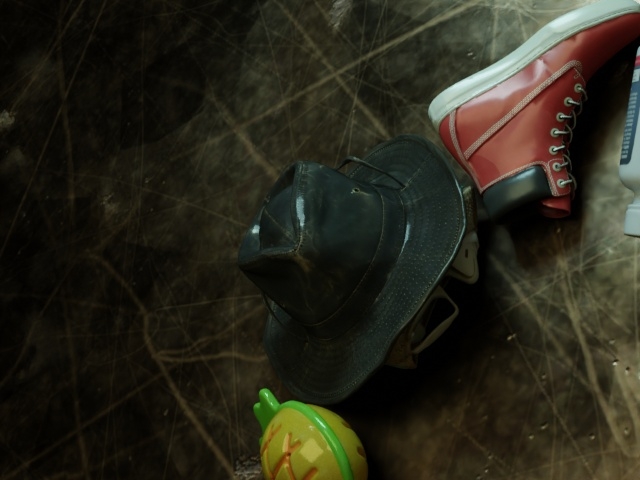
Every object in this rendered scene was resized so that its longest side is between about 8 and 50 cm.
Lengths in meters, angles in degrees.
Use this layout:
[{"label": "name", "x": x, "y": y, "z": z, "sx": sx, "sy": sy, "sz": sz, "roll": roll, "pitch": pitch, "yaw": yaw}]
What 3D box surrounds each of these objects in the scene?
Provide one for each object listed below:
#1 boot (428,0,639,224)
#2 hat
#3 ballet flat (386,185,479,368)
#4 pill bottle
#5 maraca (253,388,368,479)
[{"label": "boot", "x": 0.253, "y": -0.123, "z": 1.630, "sx": 0.244, "sy": 0.088, "sz": 0.176, "roll": -33, "pitch": 65, "yaw": 9}, {"label": "hat", "x": 0.000, "y": 0.000, "z": 1.674, "sx": 0.331, "sy": 0.134, "sz": 0.331, "roll": -40, "pitch": 32, "yaw": 32}, {"label": "ballet flat", "x": 0.123, "y": 0.044, "z": 1.658, "sx": 0.067, "sy": 0.073, "sz": 0.206, "roll": 30, "pitch": 90, "yaw": 19}, {"label": "pill bottle", "x": 0.335, "y": -0.088, "z": 1.494, "sx": 0.108, "sy": 0.108, "sz": 0.180, "roll": 9, "pitch": 90, "yaw": 43}, {"label": "maraca", "x": -0.017, "y": 0.219, "z": 1.640, "sx": 0.186, "sy": 0.099, "sz": 0.127, "roll": 25, "pitch": 126, "yaw": 55}]
